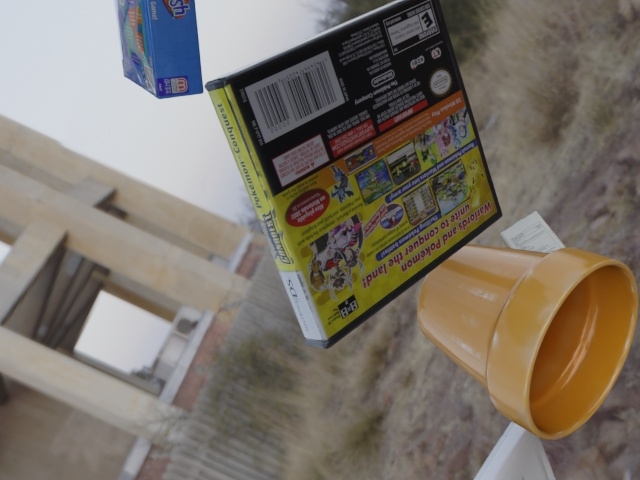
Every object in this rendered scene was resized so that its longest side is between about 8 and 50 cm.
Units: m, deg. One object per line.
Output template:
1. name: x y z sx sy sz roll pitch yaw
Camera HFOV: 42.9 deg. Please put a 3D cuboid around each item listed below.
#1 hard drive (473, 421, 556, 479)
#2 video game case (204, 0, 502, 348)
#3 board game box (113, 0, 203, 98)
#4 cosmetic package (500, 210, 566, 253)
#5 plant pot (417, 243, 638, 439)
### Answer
1. hard drive: 0.198 0.376 0.904 0.040 0.203 0.307 -11 19 41
2. video game case: 0.049 -0.076 0.758 0.275 0.248 0.035 -33 21 -35
3. board game box: -0.162 -0.251 0.765 0.160 0.047 0.210 -142 45 -59
4. cosmetic package: 0.296 0.024 1.078 0.060 0.115 0.041 -31 -31 4
5. plant pot: 0.221 0.090 0.926 0.188 0.205 0.205 25 89 45
